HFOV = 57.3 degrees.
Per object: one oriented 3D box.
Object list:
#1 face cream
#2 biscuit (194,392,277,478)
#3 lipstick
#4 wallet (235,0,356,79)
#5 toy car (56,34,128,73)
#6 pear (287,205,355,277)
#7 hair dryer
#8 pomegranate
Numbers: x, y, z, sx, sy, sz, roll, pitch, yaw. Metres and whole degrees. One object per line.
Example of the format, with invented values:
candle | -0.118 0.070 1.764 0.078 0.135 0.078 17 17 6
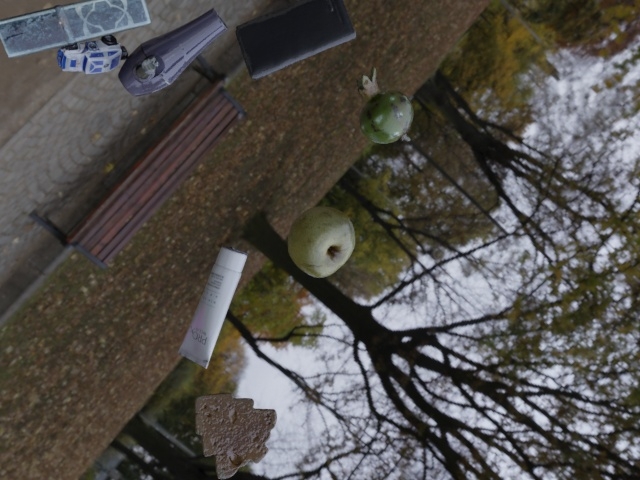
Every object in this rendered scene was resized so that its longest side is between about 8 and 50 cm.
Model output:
face cream | -0.217 0.130 1.193 0.092 0.058 0.243 16 -96 40
biscuit | -0.129 0.267 0.838 0.119 0.130 0.019 -46 180 -20
lipstick | -0.493 -0.442 1.186 0.290 0.077 0.076 -21 -155 -16
wallet | -0.056 -0.445 1.258 0.245 0.124 0.025 -20 175 7
toy car | -0.572 -0.465 1.477 0.171 0.070 0.080 -20 163 -36
pear | 0.000 0.000 1.373 0.167 0.137 0.167 -28 137 -29
hair dryer | -0.365 -0.431 1.387 0.301 0.121 0.361 -32 -156 9
pomegranate | 0.176 -0.375 1.633 0.156 0.220 0.156 -16 178 -1
